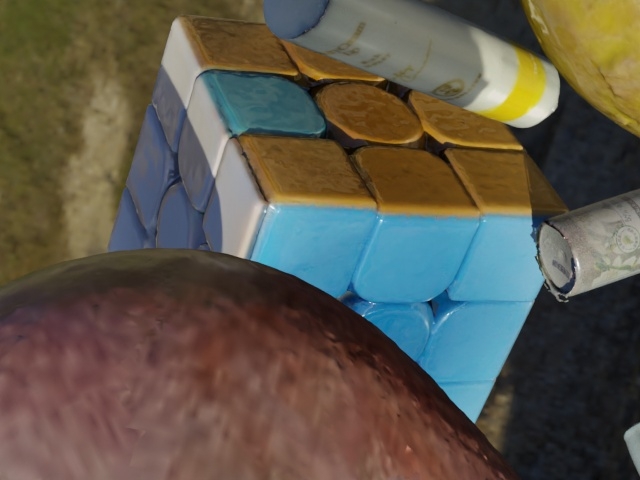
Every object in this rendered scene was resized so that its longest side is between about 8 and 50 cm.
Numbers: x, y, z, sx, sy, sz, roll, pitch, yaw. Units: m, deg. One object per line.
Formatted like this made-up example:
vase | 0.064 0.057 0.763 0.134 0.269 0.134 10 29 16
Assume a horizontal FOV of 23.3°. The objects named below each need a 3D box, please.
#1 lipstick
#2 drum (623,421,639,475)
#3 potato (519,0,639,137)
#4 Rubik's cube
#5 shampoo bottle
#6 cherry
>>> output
lipstick | 0.068 -0.128 1.031 0.059 0.264 0.059 -10 75 38
drum | 0.258 0.244 1.029 0.253 0.130 0.049 49 153 23
potato | 0.221 -0.144 0.805 0.229 0.266 0.229 -41 41 49
Rubik's cube | 0.000 0.000 1.392 0.291 0.292 0.290 -118 38 -45
shampoo bottle | 0.277 -0.016 1.244 0.072 0.214 0.072 162 90 -71
cherry | -0.045 0.133 0.575 0.221 0.307 0.261 -166 81 -71
